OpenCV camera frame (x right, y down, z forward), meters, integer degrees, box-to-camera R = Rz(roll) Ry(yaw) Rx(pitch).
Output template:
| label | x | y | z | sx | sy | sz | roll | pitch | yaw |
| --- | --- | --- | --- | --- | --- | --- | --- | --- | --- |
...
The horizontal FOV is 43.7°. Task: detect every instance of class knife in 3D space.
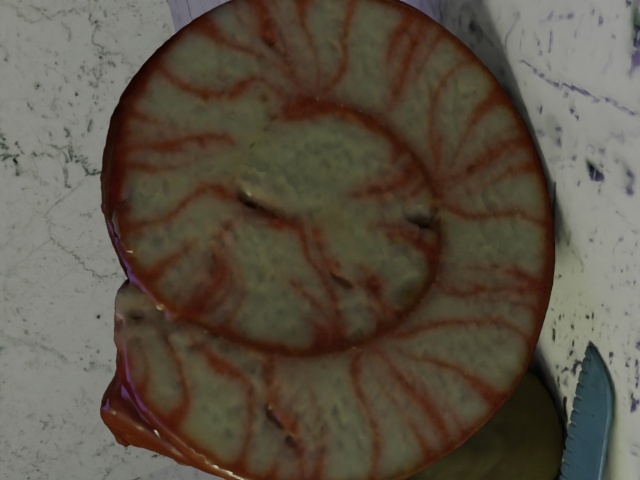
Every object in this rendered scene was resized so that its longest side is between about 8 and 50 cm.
| label | x | y | z | sx | sy | sz | roll | pitch | yaw |
| --- | --- | --- | --- | --- | --- | --- | --- | --- | --- |
| knife | 0.184 | 0.224 | 0.581 | 0.044 | 0.019 | 0.313 | -146 | 55 | -61 |

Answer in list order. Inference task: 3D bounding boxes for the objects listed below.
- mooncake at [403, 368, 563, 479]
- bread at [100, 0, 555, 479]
| label | x | y | z | sx | sy | sz | roll | pitch | yaw |
| --- | --- | --- | --- | --- | --- | --- | --- | --- | --- |
| mooncake | 0.073 | 0.177 | 0.757 | 0.379 | 0.200 | 0.379 | 59 | 163 | 31 |
| bread | 0.003 | -0.003 | 0.538 | 0.114 | 0.294 | 0.328 | 143 | 126 | -76 |
